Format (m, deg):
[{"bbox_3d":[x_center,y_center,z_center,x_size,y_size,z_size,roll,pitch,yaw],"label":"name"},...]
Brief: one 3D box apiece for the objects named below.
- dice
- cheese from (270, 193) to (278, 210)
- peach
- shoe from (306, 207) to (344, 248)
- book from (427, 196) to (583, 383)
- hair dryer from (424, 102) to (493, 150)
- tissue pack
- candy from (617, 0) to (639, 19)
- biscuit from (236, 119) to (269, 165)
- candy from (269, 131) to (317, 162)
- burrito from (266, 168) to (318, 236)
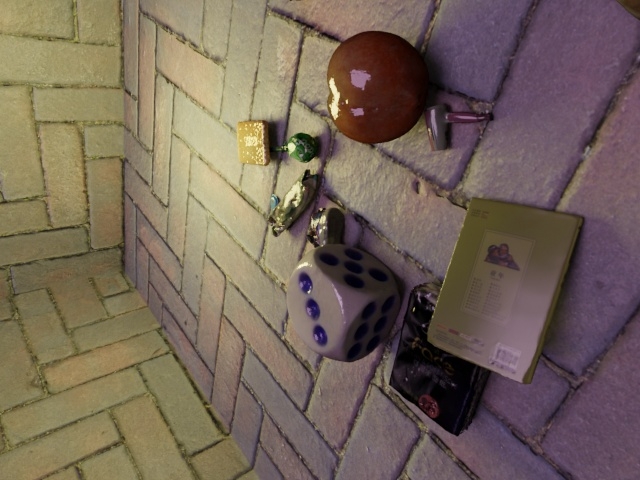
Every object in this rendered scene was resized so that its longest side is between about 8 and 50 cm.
[{"bbox_3d":[0.064,0.175,1.324,0.251,0.243,0.259,40,126,37],"label":"dice"},{"bbox_3d":[-0.168,-0.115,1.692,0.047,0.017,0.111,11,109,52],"label":"cheese"},{"bbox_3d":[0.135,-0.357,1.084,0.252,0.253,0.252,19,115,47],"label":"peach"},{"bbox_3d":[0.000,0.000,1.451,0.126,0.099,0.227,18,109,38],"label":"shoe"},{"bbox_3d":[0.380,0.096,0.979,0.239,0.035,0.352,19,93,45],"label":"book"},{"bbox_3d":[0.312,-0.266,1.043,0.154,0.054,0.106,-2,104,47],"label":"hair dryer"},{"bbox_3d":[0.302,0.295,1.161,0.245,0.123,0.332,31,123,39],"label":"tissue pack"},{"bbox_3d":[0.485,-0.456,0.724,0.102,0.104,0.233,-44,67,48],"label":"candy"},{"bbox_3d":[-0.246,-0.356,1.678,0.250,0.030,0.160,19,114,57],"label":"biscuit"},{"bbox_3d":[-0.119,-0.310,1.538,0.323,0.097,0.097,15,112,56],"label":"candy"},{"bbox_3d":[-0.094,-0.120,1.563,0.309,0.066,0.096,-48,61,43],"label":"burrito"}]
